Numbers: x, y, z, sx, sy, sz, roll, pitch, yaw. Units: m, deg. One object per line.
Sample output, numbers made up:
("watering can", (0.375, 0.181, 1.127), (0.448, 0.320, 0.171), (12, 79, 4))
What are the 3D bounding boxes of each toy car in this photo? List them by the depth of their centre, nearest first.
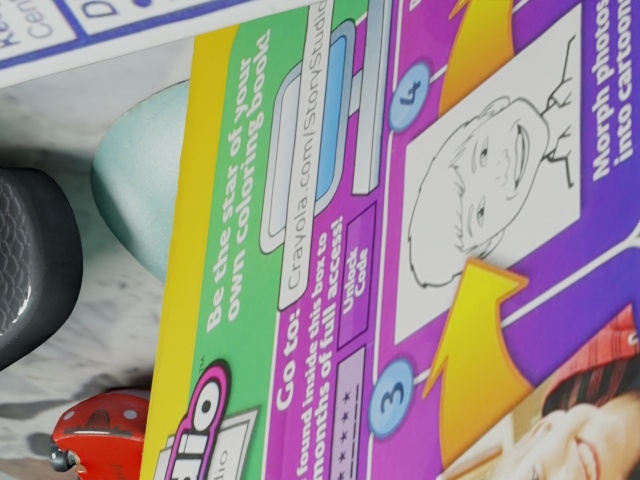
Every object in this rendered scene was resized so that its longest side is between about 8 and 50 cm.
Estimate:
("toy car", (-0.096, 0.149, 1.011), (0.225, 0.053, 0.239), (-22, 138, 38))

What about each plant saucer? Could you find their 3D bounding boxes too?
("plant saucer", (0.000, 0.000, 0.769), (0.195, 0.037, 0.195), (4, 148, 3))

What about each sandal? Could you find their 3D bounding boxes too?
("sandal", (-0.181, 0.047, 0.829), (0.254, 0.097, 0.054), (-24, 165, 40))

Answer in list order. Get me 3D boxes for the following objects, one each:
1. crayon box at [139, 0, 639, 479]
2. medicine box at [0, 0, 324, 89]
("crayon box", (0.066, 0.016, 0.471), (0.106, 0.363, 0.313), (20, 146, -24))
("medicine box", (-0.130, -0.162, 0.358), (0.289, 0.149, 0.263), (-12, 132, 23))
